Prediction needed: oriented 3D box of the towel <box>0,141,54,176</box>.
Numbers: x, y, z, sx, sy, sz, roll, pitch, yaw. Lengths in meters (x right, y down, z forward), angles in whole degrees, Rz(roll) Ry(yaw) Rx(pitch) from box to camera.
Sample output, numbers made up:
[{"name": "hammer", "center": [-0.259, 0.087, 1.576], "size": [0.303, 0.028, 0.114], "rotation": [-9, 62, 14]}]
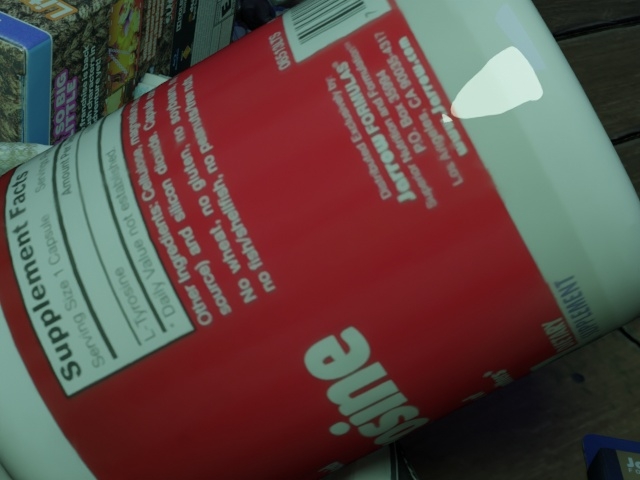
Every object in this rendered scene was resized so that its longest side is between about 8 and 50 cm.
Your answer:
[{"name": "towel", "center": [-0.251, 0.009, 0.709], "size": [0.285, 0.209, 0.034], "rotation": [-4, 52, -22]}]

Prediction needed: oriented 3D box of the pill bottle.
[{"name": "pill bottle", "center": [-0.048, 0.025, 0.608], "size": [0.407, 0.229, 0.229], "rotation": [-28, 43, 9]}]

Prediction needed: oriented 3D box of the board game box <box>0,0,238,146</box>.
[{"name": "board game box", "center": [-0.198, -0.128, 0.872], "size": [0.141, 0.232, 0.291], "rotation": [25, 39, 14]}]

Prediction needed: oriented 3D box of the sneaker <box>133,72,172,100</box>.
[{"name": "sneaker", "center": [0.000, 0.000, 0.889], "size": [0.366, 0.150, 0.135], "rotation": [22, 5, -20]}]

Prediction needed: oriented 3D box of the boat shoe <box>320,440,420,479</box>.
[{"name": "boat shoe", "center": [0.041, 0.207, 0.644], "size": [0.102, 0.108, 0.301], "rotation": [22, 34, -24]}]

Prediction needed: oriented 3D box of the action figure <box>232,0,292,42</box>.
[{"name": "action figure", "center": [-0.089, -0.245, 1.159], "size": [0.185, 0.099, 0.285], "rotation": [-12, 42, -22]}]

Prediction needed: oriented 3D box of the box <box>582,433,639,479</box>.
[{"name": "box", "center": [0.260, 0.216, 0.755], "size": [0.136, 0.036, 0.225], "rotation": [10, 38, -6]}]
